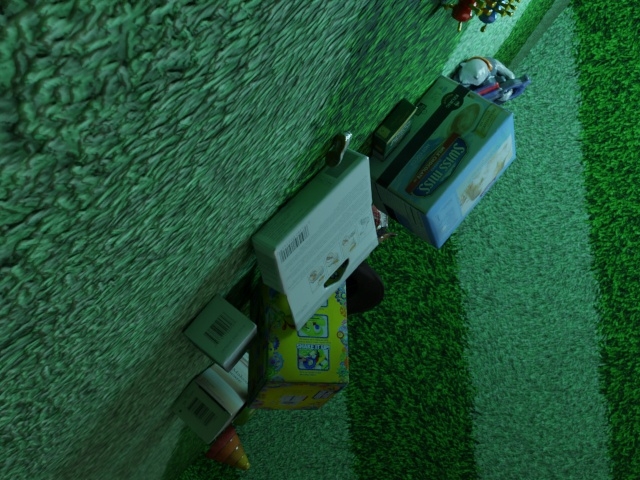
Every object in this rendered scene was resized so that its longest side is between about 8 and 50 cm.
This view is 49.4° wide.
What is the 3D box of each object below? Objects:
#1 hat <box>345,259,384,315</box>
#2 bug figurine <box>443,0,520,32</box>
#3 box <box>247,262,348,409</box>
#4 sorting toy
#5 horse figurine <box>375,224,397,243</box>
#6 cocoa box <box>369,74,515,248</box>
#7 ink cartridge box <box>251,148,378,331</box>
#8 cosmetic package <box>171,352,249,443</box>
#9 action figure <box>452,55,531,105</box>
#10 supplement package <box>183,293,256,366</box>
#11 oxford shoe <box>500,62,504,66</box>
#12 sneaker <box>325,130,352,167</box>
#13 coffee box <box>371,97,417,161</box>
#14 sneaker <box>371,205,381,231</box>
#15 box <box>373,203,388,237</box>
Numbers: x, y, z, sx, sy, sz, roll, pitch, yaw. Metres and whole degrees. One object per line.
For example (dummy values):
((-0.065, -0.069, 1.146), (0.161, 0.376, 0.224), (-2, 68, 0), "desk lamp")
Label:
((0.006, 0.088, 1.841), (0.331, 0.331, 0.134), (122, -30, -47), "hat")
((0.332, -0.492, 1.302), (0.279, 0.072, 0.216), (-28, 151, -60), "bug figurine")
((-0.060, 0.219, 1.580), (0.290, 0.177, 0.279), (120, -29, -63), "box")
((-0.181, 0.530, 1.996), (0.365, 0.126, 0.127), (-51, 172, 16), "sorting toy")
((0.112, 0.041, 2.159), (0.263, 0.066, 0.174), (-37, -177, 34), "horse figurine")
((0.314, -0.200, 1.814), (0.347, 0.228, 0.231), (-49, 152, -7), "cocoa box")
((0.000, 0.000, 1.417), (0.296, 0.066, 0.261), (-46, 146, -28), "ink cartridge box")
((-0.280, 0.439, 2.019), (0.129, 0.153, 0.296), (-51, 174, 18), "cosmetic package")
((0.421, -0.435, 2.042), (0.341, 0.178, 0.330), (-21, 169, 7), "action figure")
((-0.200, 0.195, 1.429), (0.105, 0.105, 0.179), (-51, 174, -14), "supplement package")
((0.534, -0.505, 2.435), (0.348, 0.123, 0.130), (-45, 145, -29), "oxford shoe")
((0.037, -0.170, 1.305), (0.037, 0.032, 0.083), (-43, 171, -43), "sneaker")
((0.172, -0.257, 1.649), (0.113, 0.040, 0.184), (-49, 173, -6), "coffee box")
((0.159, -0.055, 2.508), (0.225, 0.088, 0.092), (118, -10, -50), "sneaker")
((0.218, -0.091, 2.519), (0.094, 0.027, 0.137), (116, -23, -63), "box")
